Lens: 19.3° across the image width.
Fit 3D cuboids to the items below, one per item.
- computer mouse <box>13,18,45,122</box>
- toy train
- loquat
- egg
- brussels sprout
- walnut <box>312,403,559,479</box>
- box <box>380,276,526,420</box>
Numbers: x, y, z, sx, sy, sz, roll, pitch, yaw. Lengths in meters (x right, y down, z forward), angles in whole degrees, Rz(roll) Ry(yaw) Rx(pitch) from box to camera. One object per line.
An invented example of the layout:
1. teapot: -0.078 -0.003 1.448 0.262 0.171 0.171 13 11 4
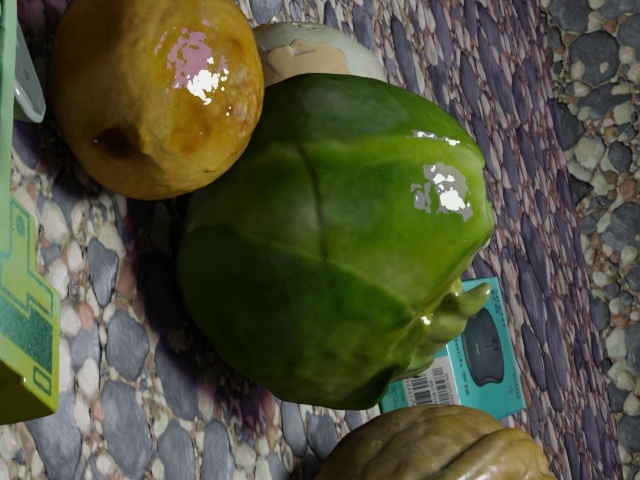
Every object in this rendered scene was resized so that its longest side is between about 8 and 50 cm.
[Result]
1. computer mouse: -0.293 -0.181 1.634 0.089 0.056 0.181 53 18 -80
2. toy train: -0.292 -0.058 1.455 0.237 0.150 0.369 58 26 -60
3. loquat: -0.154 -0.151 1.792 0.238 0.193 0.238 47 32 -42
4. egg: -0.015 -0.132 2.143 0.201 0.201 0.244 -25 116 -69
5. brussels sprout: 0.000 0.000 1.960 0.276 0.315 0.371 -106 -156 -43
6. walnut: 0.135 0.331 2.104 0.333 0.333 0.333 -13 90 -70
7. box: 0.172 0.160 2.571 0.311 0.118 0.205 -1 80 -69
